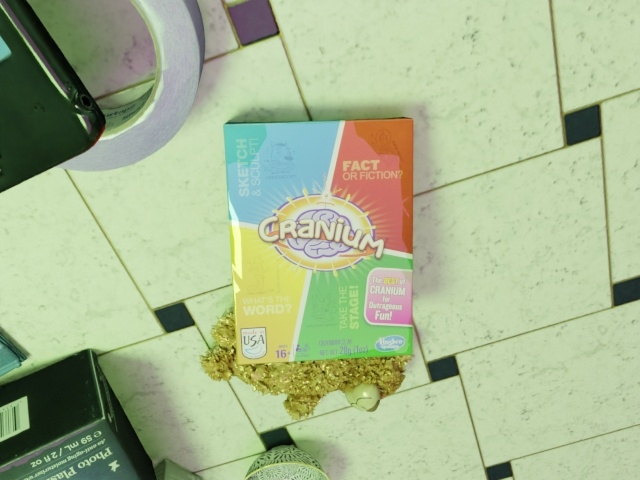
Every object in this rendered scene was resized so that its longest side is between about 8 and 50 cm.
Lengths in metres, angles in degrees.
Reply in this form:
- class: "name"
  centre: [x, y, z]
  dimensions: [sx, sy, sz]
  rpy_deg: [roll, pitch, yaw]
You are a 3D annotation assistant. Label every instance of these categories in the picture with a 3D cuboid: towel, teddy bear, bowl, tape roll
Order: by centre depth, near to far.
- class: "tape roll"
  centre: [-0.271, -0.220, 0.700]
  dimensions: [0.274, 0.090, 0.275]
  rpy_deg: [-3, 123, -5]
- class: "towel"
  centre: [-0.515, 0.159, 0.947]
  dimensions: [0.067, 0.029, 0.119]
  rpy_deg: [-26, 122, 10]
- class: "teddy bear"
  centre: [-0.023, 0.197, 0.980]
  dimensions: [0.338, 0.113, 0.245]
  rpy_deg: [29, 117, -22]
- class: "bowl"
  centre: [-0.067, 0.433, 1.140]
  dimensions: [0.170, 0.080, 0.170]
  rpy_deg: [-3, 122, -5]

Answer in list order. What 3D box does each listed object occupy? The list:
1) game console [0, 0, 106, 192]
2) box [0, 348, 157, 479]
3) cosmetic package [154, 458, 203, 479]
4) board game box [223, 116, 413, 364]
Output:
- class: "game console"
  centre: [-0.434, -0.212, 0.612]
  dimensions: [0.342, 0.060, 0.387]
  rpy_deg: [-14, 118, 32]
- class: "box"
  centre: [-0.429, 0.381, 0.961]
  dimensions: [0.296, 0.183, 0.294]
  rpy_deg: [-24, 125, -15]
- class: "cosmetic package"
  centre: [-0.283, 0.530, 1.084]
  dimensions: [0.127, 0.238, 0.107]
  rpy_deg: [-40, 118, 17]
- class: "board game box"
  centre: [0.000, 0.000, 0.824]
  dimensions: [0.242, 0.064, 0.317]
  rpy_deg: [-3, 102, -4]
